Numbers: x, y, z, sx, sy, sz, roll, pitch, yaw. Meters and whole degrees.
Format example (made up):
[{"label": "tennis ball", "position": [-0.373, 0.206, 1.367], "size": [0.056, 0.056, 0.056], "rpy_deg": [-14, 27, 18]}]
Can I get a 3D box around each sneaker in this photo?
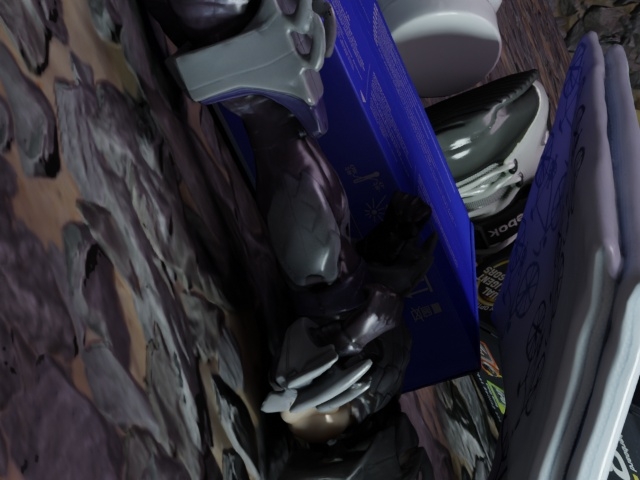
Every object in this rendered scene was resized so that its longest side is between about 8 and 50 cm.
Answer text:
[{"label": "sneaker", "position": [0.131, -0.044, 1.367], "size": [0.330, 0.122, 0.146], "rpy_deg": [-15, 87, -78]}]

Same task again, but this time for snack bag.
[{"label": "snack bag", "position": [0.098, 0.099, 0.881], "size": [0.323, 0.037, 0.342], "rpy_deg": [-75, 177, -66]}]

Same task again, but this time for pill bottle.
[{"label": "pill bottle", "position": [0.070, -0.218, 1.368], "size": [0.124, 0.124, 0.221], "rpy_deg": [55, 22, -50]}]

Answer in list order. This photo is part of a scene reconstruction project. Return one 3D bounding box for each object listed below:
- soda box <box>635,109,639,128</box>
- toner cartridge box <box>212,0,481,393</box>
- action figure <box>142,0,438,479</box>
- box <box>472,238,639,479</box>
[{"label": "soda box", "position": [0.203, -0.046, 1.528], "size": [0.061, 0.181, 0.058], "rpy_deg": [5, 62, -45]}, {"label": "toner cartridge box", "position": [-0.008, -0.096, 0.985], "size": [0.165, 0.075, 0.348], "rpy_deg": [-87, 155, -60]}, {"label": "action figure", "position": [0.000, 0.000, 0.843], "size": [0.185, 0.099, 0.285], "rpy_deg": [-81, 153, -74]}, {"label": "box", "position": [0.267, 0.211, 1.297], "size": [0.318, 0.097, 0.395], "rpy_deg": [28, -30, 55]}]
